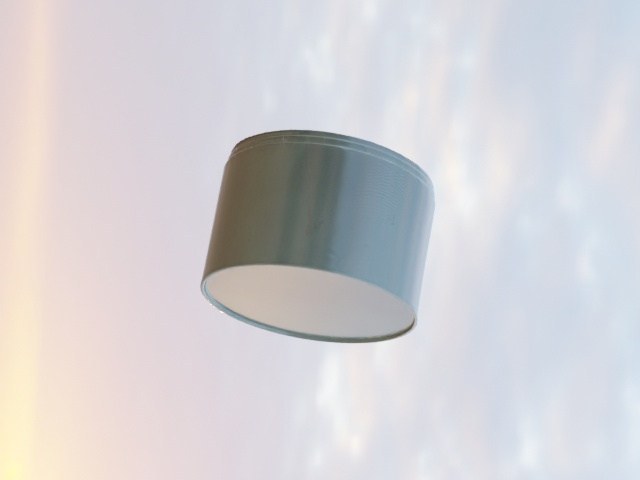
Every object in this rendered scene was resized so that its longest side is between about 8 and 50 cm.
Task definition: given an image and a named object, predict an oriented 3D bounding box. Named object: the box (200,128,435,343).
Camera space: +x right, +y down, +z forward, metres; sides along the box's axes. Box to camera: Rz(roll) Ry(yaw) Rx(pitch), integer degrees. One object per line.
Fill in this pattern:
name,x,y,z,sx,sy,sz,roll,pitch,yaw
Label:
box,0.000,0.000,2.042,0.226,0.226,0.149,119,-17,-68
